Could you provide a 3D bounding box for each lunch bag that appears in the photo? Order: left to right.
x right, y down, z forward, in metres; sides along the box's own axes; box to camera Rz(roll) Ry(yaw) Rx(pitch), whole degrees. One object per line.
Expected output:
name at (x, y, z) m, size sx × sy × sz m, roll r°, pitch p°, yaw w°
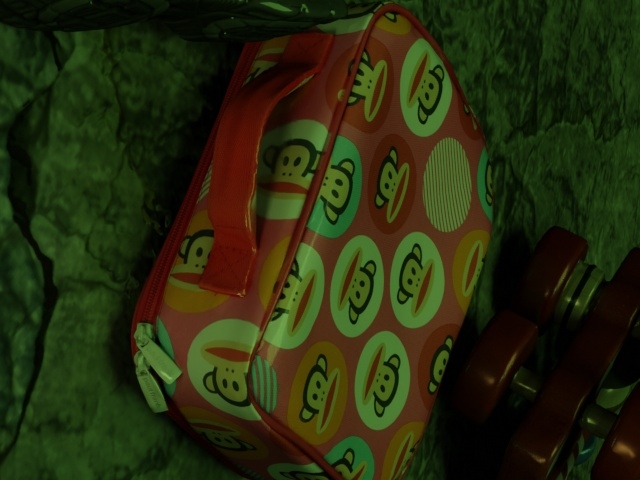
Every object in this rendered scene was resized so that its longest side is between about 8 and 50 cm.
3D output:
lunch bag at (0.000, 0.000, 0.961) m, size 0.258 × 0.120 × 0.293 m, roll 50°, pitch 54°, yaw -51°

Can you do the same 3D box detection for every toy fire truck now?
toy fire truck at (0.221, 0.152, 1.372) m, size 0.302 × 0.169 × 0.254 m, roll -50°, pitch 161°, yaw -43°

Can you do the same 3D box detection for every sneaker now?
sneaker at (-0.090, -0.175, 0.804) m, size 0.286 × 0.109 × 0.130 m, roll -7°, pitch 91°, yaw -62°
